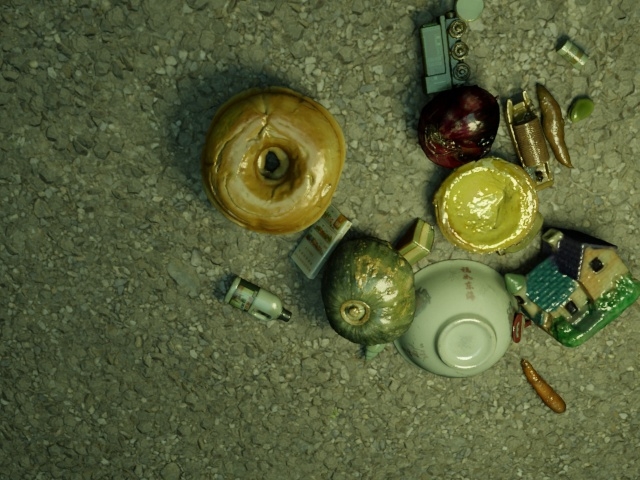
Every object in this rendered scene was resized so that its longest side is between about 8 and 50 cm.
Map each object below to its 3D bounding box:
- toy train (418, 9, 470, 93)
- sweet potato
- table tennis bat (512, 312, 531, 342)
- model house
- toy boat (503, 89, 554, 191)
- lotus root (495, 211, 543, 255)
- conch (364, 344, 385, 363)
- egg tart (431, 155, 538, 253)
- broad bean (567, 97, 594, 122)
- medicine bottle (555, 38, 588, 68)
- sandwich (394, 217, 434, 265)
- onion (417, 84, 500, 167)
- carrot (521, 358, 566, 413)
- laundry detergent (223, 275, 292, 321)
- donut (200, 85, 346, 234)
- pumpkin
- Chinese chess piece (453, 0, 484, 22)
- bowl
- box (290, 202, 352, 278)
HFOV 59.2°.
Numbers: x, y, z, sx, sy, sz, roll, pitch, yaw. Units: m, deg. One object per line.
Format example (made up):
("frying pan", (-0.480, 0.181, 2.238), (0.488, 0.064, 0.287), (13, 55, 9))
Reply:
("toy train", (0.351, -0.534, 1.614), (0.137, 0.090, 0.225), (-9, 107, 7))
("sweet potato", (0.698, -0.334, 1.683), (0.067, 0.067, 0.273), (-22, 102, 7))
("table tennis bat", (0.654, 0.281, 1.836), (0.019, 0.155, 0.098), (6, 97, 38))
("model house", (0.746, 0.115, 1.724), (0.312, 0.245, 0.280), (-40, 109, 5))
("toy boat", (0.621, -0.290, 1.670), (0.089, 0.115, 0.310), (-21, 106, 7))
("lotus root", (0.624, -0.020, 1.772), (0.090, 0.077, 0.183), (38, 102, -10))
("conch", (0.181, 0.337, 1.900), (0.065, 0.088, 0.180), (14, 104, -49))
("egg tart", (0.497, -0.111, 1.720), (0.315, 0.120, 0.314), (2, 105, 7))
("broad bean", (0.775, -0.389, 1.677), (0.083, 0.045, 0.063), (-40, 104, 4))
("medicine bottle", (0.728, -0.540, 1.629), (0.083, 0.047, 0.047), (33, 104, -10))
("sandwich", (0.287, 0.020, 1.820), (0.079, 0.113, 0.163), (34, 139, -10))
("onion", (0.395, -0.329, 1.583), (0.281, 0.281, 0.221), (-32, 81, 9))
("carrot", (0.763, 0.504, 1.944), (0.059, 0.059, 0.248), (-39, 99, 11))
("laundry detergent", (-0.199, 0.206, 1.854), (0.226, 0.070, 0.099), (28, 97, -9))
("donut", (-0.139, -0.226, 1.656), (0.449, 0.198, 0.448), (-1, 108, -2))
("pumpkin", (0.152, 0.149, 1.733), (0.292, 0.257, 0.327), (8, 116, 14))
("Chinese chess piece", (0.422, -0.664, 1.601), (0.084, 0.034, 0.084), (1, 107, 3))
("bowl", (0.448, 0.291, 1.808), (0.435, 0.196, 0.434), (0, 106, 0))
("box", (0.001, 0.000, 1.768), (0.032, 0.122, 0.220), (20, 110, -46))
